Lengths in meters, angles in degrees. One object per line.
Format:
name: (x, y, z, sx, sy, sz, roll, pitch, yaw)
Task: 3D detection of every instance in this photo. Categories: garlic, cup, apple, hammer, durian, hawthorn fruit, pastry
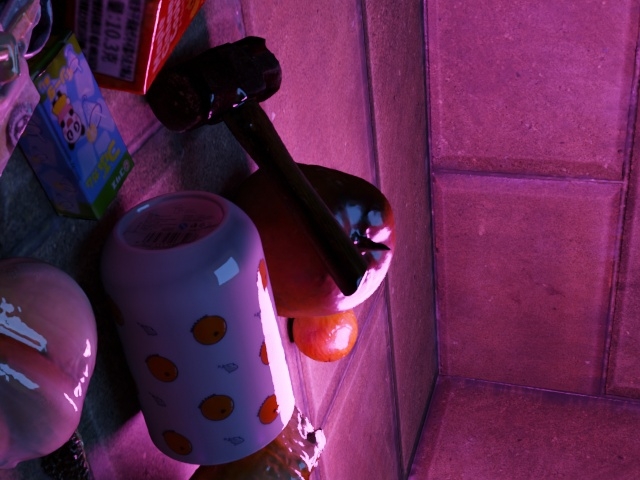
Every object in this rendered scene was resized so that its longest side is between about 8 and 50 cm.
garlic: (-0.298, 0.130, 0.828, 0.228, 0.110, 0.217, 64, 32, -57)
cup: (-0.161, 0.107, 1.065, 0.212, 0.212, 0.317, -61, 149, -50)
apple: (0.010, 0.189, 1.706, 0.146, 0.146, 0.147, 5, 90, -71)
hammer: (-0.051, -0.104, 1.170, 0.409, 0.095, 0.242, 54, 32, -1)
durian: (-0.291, 0.240, 0.958, 0.066, 0.052, 0.130, -54, 144, -61)
hawthorn fruit: (0.000, 0.000, 1.355, 0.267, 0.300, 0.268, -10, 102, -55)
pastry: (-0.131, 0.380, 1.197, 0.330, 0.136, 0.329, -50, 178, -2)

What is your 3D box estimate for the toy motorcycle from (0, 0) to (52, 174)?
toy motorcycle: (-0.332, -0.133, 0.658, 0.223, 0.107, 0.341, 59, 42, -55)

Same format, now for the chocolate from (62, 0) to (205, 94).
chocolate: (-0.190, -0.308, 0.897, 0.237, 0.108, 0.235, 120, -7, -50)

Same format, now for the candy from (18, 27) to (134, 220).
candy: (-0.277, -0.122, 0.886, 0.194, 0.062, 0.097, 76, 26, -44)
